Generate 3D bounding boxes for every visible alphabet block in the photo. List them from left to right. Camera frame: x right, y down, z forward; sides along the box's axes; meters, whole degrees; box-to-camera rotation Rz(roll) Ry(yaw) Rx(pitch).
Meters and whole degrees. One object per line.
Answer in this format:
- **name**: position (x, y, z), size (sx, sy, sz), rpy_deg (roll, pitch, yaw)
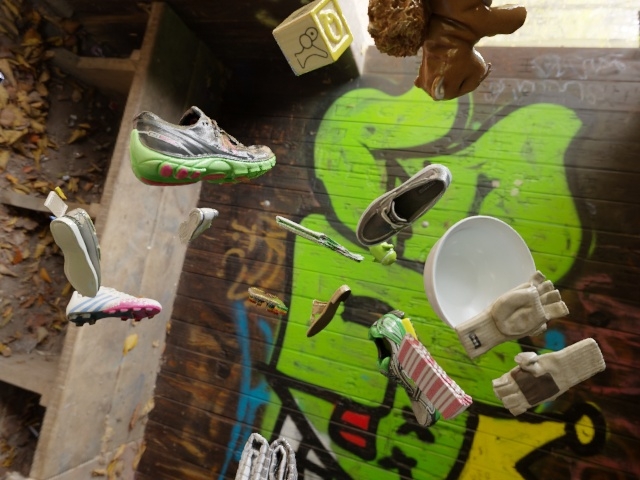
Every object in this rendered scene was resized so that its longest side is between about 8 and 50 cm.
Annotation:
- **alphabet block**: position (-0.025, -0.775, 1.529), size (0.192, 0.197, 0.193), rpy_deg (54, 51, -35)

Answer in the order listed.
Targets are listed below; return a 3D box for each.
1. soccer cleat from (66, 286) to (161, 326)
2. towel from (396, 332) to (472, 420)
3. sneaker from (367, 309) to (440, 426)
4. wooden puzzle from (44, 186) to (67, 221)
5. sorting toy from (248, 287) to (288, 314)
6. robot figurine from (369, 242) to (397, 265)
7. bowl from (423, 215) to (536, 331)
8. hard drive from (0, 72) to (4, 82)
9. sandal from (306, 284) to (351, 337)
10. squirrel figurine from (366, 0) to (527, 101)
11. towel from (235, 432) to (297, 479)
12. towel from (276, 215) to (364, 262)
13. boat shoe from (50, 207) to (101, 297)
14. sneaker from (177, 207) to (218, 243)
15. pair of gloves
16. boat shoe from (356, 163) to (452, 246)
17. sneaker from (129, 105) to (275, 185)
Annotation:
- **soccer cleat**: position (-0.774, 0.230, 1.524), size (0.116, 0.331, 0.143), rpy_deg (103, -20, -54)
- **towel**: position (0.253, 0.315, 0.938), size (0.029, 0.197, 0.144), rpy_deg (-28, 149, -20)
- **sneaker**: position (0.243, 0.394, 1.215), size (0.344, 0.146, 0.134), rpy_deg (65, -29, 11)
- **wooden puzzle**: position (-0.861, -0.114, 1.315), size (0.116, 0.014, 0.079), rpy_deg (-94, 170, -46)
- **sorting toy**: position (-0.210, 0.229, 1.507), size (0.046, 0.132, 0.274), rpy_deg (-66, -166, -4)
- **robot figurine**: position (0.224, 0.043, 1.452), size (0.067, 0.115, 0.101), rpy_deg (-27, 157, -41)
- **bowl**: position (0.362, 0.096, 0.983), size (0.134, 0.297, 0.298), rpy_deg (160, -55, -69)
- **hard drive**: position (-0.818, -0.288, 0.833), size (0.318, 0.210, 0.040), rpy_deg (-44, 167, 6)
- **sandal**: position (0.012, 0.226, 1.396), size (0.088, 0.079, 0.240), rpy_deg (6, 127, -50)
- **squirrel figurine**: position (0.290, -0.549, 1.008), size (0.281, 0.396, 0.370), rpy_deg (-104, -159, -53)
- **towel**: position (-0.119, 0.561, 0.802), size (0.235, 0.121, 0.284), rpy_deg (95, 7, -54)
- **towel**: position (0.000, 0.000, 1.548), size (0.325, 0.247, 0.038), rpy_deg (26, 87, -53)
- **boat shoe**: position (-0.729, 0.045, 1.247), size (0.091, 0.109, 0.305), rpy_deg (-71, 169, -54)
- **sneaker**: position (-0.510, -0.056, 1.671), size (0.094, 0.235, 0.090), rpy_deg (-15, 76, -49)
- **pair of gloves**: position (0.387, 0.199, 0.754), size (0.240, 0.204, 0.042), rpy_deg (53, 7, -9)
- **boat shoe**: position (0.217, -0.090, 1.142), size (0.335, 0.121, 0.119), rpy_deg (-44, -179, 29)
- **sneaker**: position (-0.291, -0.260, 1.108), size (0.483, 0.185, 0.202), rpy_deg (-14, 91, -61)
